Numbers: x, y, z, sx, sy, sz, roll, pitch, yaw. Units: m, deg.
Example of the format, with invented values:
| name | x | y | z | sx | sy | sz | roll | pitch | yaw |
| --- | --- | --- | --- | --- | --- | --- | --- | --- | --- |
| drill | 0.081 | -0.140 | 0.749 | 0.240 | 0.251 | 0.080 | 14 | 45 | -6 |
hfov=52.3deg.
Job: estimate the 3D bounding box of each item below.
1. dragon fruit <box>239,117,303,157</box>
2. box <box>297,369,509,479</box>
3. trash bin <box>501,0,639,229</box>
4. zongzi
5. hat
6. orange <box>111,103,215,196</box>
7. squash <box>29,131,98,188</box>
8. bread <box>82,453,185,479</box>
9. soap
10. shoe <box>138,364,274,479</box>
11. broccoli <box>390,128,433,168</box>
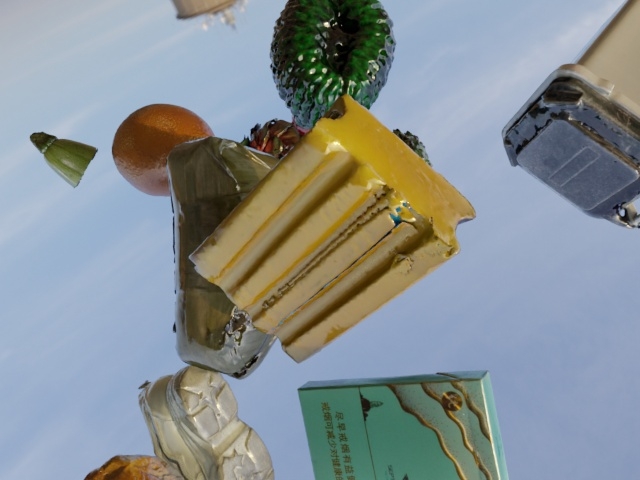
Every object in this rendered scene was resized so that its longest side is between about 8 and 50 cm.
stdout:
| name | x | y | z | sx | sy | sz | roll | pitch | yaw |
| --- | --- | --- | --- | --- | --- | --- | --- | --- | --- |
| dragon fruit | -0.098 | -0.208 | 1.568 | 0.189 | 0.182 | 0.182 | -9 | -145 | 27 |
| box | 0.094 | 0.239 | 0.757 | 0.229 | 0.162 | 0.041 | -10 | -178 | 27 |
| trash bin | 0.533 | -0.237 | 1.120 | 0.296 | 0.256 | 0.367 | 36 | -112 | 5 |
| zongzi | -0.071 | 0.031 | 1.068 | 0.174 | 0.356 | 0.393 | 2 | -179 | 37 |
| hat | 0.000 | -0.326 | 1.309 | 0.242 | 0.332 | 0.274 | 24 | -112 | -3 |
| orange | -0.305 | -0.178 | 1.299 | 0.206 | 0.206 | 0.206 | -17 | -147 | 12 |
| squash | -0.571 | -0.191 | 1.423 | 0.105 | 0.132 | 0.105 | -41 | -148 | 32 |
| bread | -0.321 | 0.532 | 1.297 | 0.149 | 0.344 | 0.195 | -39 | -122 | 11 |
| soap | 0.000 | 0.000 | 0.762 | 0.324 | 0.204 | 0.096 | -41 | -172 | 45 |
| shoe | -0.225 | 0.391 | 1.235 | 0.211 | 0.342 | 0.132 | -15 | -166 | 41 |
| broccoli | 0.127 | -0.119 | 1.458 | 0.260 | 0.235 | 0.288 | -16 | -177 | -5 |
